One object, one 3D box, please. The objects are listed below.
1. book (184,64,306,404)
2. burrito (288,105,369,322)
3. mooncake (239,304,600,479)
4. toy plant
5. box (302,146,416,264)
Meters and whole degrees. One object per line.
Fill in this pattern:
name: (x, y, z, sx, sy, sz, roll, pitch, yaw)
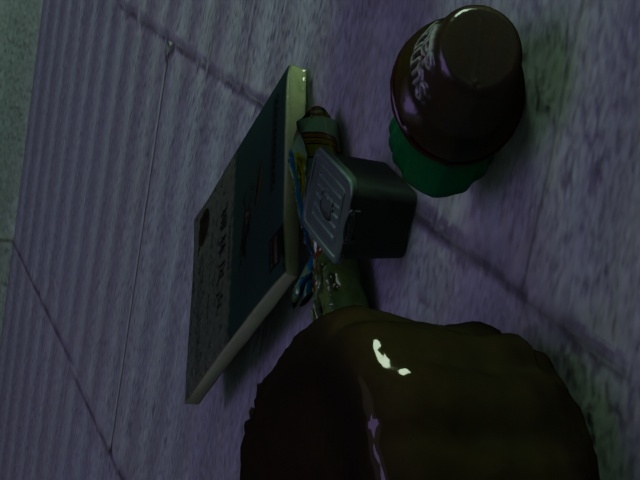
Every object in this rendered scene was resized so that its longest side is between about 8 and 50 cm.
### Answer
book: (-0.090, 0.004, 1.711, 0.379, 0.031, 0.264, 126, 149, -55)
burrito: (0.000, 0.000, 1.471, 0.104, 0.054, 0.288, 119, 149, -48)
mooncake: (0.071, 0.209, 1.055, 0.324, 0.187, 0.324, -178, 90, -69)
toy plant: (0.103, -0.112, 1.164, 0.200, 0.105, 0.143, 118, 160, -70)
box: (0.035, -0.032, 1.366, 0.122, 0.069, 0.084, -128, 45, -61)
